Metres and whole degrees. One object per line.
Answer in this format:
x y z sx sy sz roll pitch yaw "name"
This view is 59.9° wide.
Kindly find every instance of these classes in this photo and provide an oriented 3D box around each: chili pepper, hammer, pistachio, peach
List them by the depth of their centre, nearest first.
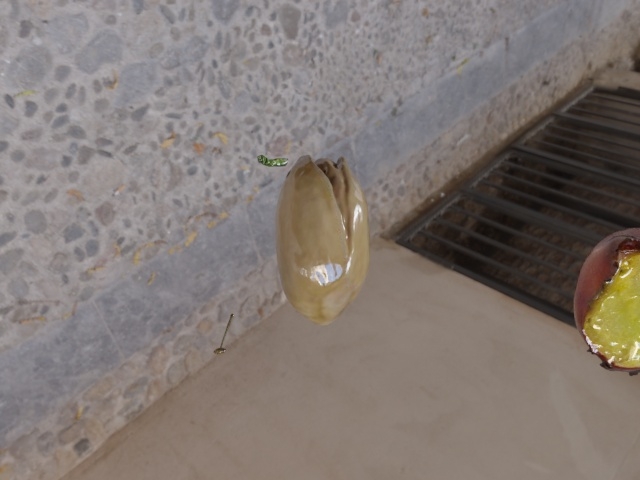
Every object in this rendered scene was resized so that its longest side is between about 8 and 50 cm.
0.000 0.000 0.950 0.162 0.181 0.293 -5 92 -30 "pistachio"
-0.103 -0.164 1.157 0.083 0.027 0.022 -1 85 -47 "chili pepper"
0.652 0.093 1.159 0.362 0.257 0.201 57 28 -29 "peach"
-0.212 0.207 1.244 0.123 0.029 0.014 -80 157 -54 "hammer"
